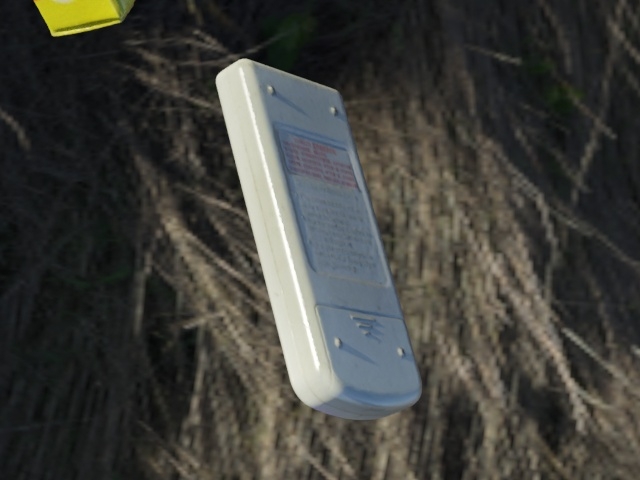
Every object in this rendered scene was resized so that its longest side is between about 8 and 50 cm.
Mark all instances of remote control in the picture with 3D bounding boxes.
[{"bbox_3d":[0.000,0.000,0.811,0.087,0.029,0.190,11,57,-51],"label":"remote control"}]

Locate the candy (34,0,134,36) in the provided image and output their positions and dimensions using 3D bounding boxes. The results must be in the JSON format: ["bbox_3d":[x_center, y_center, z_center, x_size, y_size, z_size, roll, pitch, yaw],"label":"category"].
[{"bbox_3d":[-0.240,-0.336,1.404,0.276,0.088,0.146,62,32,-32],"label":"candy"}]
